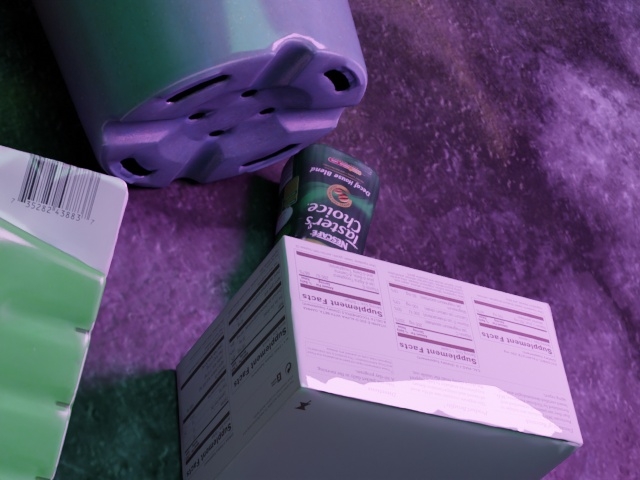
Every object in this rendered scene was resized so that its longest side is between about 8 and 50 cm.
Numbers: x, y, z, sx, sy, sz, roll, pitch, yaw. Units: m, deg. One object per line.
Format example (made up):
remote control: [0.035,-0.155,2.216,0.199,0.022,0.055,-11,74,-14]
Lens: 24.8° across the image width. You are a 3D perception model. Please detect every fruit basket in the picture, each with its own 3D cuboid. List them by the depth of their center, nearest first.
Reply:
fruit basket: [-0.338,0.070,0.985,0.353,0.165,0.327,14,81,-9]

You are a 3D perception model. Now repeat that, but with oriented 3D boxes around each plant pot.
plant pot: [-0.125,-0.249,1.334,0.341,0.341,0.334,-6,68,-39]

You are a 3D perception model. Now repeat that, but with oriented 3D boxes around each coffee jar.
coffee jar: [0.000,0.000,1.378,0.096,0.079,0.184,25,45,-17]

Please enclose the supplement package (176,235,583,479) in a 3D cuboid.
supplement package: [0.042,0.137,1.204,0.261,0.204,0.145,15,47,-26]
